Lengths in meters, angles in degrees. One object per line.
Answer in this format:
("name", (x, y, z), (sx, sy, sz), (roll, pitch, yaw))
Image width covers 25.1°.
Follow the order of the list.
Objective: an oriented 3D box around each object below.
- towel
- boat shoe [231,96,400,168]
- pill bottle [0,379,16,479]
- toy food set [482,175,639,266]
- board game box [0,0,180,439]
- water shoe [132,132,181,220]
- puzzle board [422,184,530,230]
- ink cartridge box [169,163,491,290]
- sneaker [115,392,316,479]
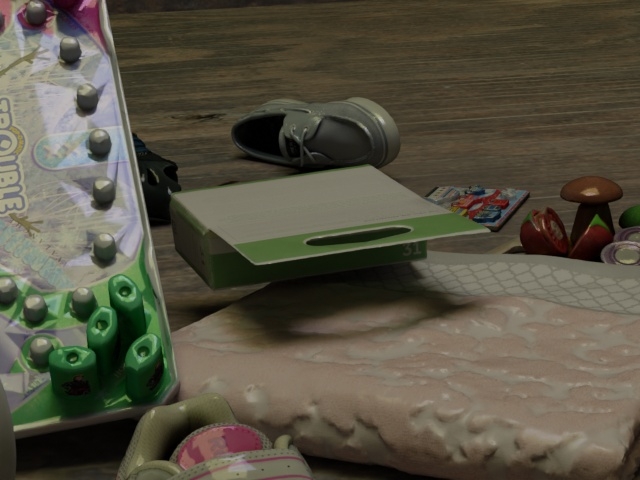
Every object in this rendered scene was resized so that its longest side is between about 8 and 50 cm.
("towel", (0.077, 0.070, 0.970), (0.331, 0.053, 0.317), (5, 19, 25))
("boat shoe", (-0.011, -0.107, 1.537), (0.081, 0.079, 0.227), (-26, 23, -34))
("pill bottle", (-0.299, 0.120, 0.653), (0.301, 0.169, 0.169), (-18, 23, -40))
("toy food set", (0.234, -0.009, 1.173), (0.218, 0.071, 0.128), (14, 23, 43))
("board game box", (-0.314, -0.043, 0.917), (0.390, 0.050, 0.390), (-10, 60, -9))
("water shoe", (-0.185, -0.061, 1.437), (0.080, 0.073, 0.203), (16, 16, -16))
("puzzle board", (0.139, -0.034, 1.373), (0.096, 0.011, 0.128), (5, 18, 21))
("ink cartridge box", (0.000, 0.000, 1.039), (0.171, 0.056, 0.235), (-8, 18, -17))
("sneaker", (-0.040, 0.145, 0.636), (0.103, 0.111, 0.252), (-10, 19, -25))
